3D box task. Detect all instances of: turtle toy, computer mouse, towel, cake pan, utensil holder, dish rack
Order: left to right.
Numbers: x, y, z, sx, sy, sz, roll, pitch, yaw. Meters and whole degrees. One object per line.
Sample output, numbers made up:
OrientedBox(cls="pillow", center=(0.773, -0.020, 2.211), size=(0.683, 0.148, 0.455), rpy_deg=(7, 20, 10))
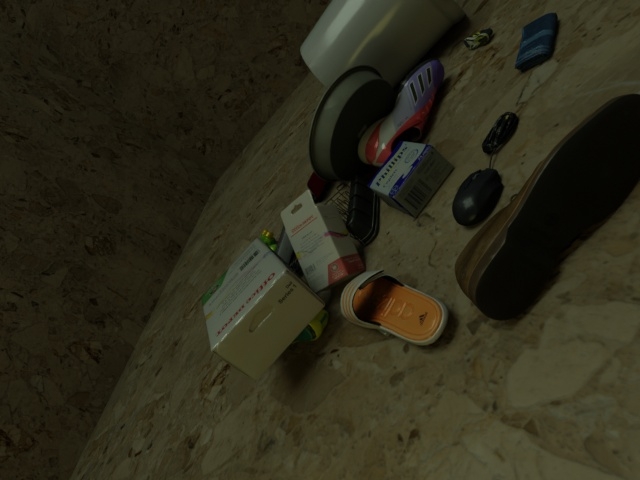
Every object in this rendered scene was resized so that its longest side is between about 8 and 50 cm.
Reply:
OrientedBox(cls="turtle toy", center=(-0.170, 0.023, 1.353), size=(0.095, 0.066, 0.130), rpy_deg=(-57, 23, -5))
OrientedBox(cls="dish rack", center=(0.025, -0.027, 1.037), size=(0.271, 0.074, 0.208), rpy_deg=(-40, 25, 36))
OrientedBox(cls="cake pan", center=(0.089, -0.271, 1.028), size=(0.054, 0.293, 0.293), rpy_deg=(33, 88, 31))
OrientedBox(cls="utensil holder", center=(0.169, -0.630, 1.249), size=(0.385, 0.327, 0.328), rpy_deg=(-42, 26, 31))
OrientedBox(cls="computer mouse", center=(0.279, -0.130, 0.710), size=(0.071, 0.041, 0.242), rpy_deg=(-14, 45, 59))
OrientedBox(cls="towel", center=(0.413, -0.382, 0.804), size=(0.067, 0.029, 0.120), rpy_deg=(-18, 43, 55))

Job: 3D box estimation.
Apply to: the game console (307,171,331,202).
OrientedBox(cls="game console", center=(-0.006, -0.199, 1.309), size=(0.124, 0.085, 0.144), rpy_deg=(-3, 55, 62))

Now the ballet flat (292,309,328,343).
OrientedBox(cls="ballet flat", center=(-0.062, 0.186, 0.929), size=(0.231, 0.077, 0.077), rpy_deg=(-19, 20, 50))

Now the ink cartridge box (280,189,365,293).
OrientedBox(cls="ink cartridge box", center=(0.000, 0.000, 0.901), size=(0.115, 0.067, 0.198), rpy_deg=(-34, 75, 40))

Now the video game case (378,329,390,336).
OrientedBox(cls="video game case", center=(0.110, 0.112, 0.750), size=(0.087, 0.011, 0.122), rpy_deg=(-58, 23, -4))

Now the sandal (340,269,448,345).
OrientedBox(cls="sandal", center=(0.096, 0.093, 0.686), size=(0.102, 0.076, 0.265), rpy_deg=(-60, 23, -12))

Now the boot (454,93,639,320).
OrientedBox(cls="boot", center=(0.278, -0.050, 0.532), size=(0.305, 0.112, 0.115), rpy_deg=(-53, 12, 10))

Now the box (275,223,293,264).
OrientedBox(cls="box", center=(-0.100, 0.023, 1.158), size=(0.186, 0.038, 0.145), rpy_deg=(-101, 29, -71))

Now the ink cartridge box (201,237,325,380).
OrientedBox(cls="ink cartridge box", center=(-0.135, 0.129, 0.888), size=(0.201, 0.117, 0.278), rpy_deg=(-48, 23, -4))

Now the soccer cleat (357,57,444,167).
OrientedBox(cls="soccer cleat", center=(0.222, -0.301, 1.011), size=(0.116, 0.109, 0.318), rpy_deg=(31, 78, 40))

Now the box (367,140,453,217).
OrientedBox(cls="box", center=(0.180, -0.130, 0.865), size=(0.126, 0.072, 0.137), rpy_deg=(-53, 22, 3))

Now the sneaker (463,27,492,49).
OrientedBox(cls="sneaker", center=(0.383, -0.488, 1.016), size=(0.035, 0.031, 0.083), rpy_deg=(-43, 26, -7))
